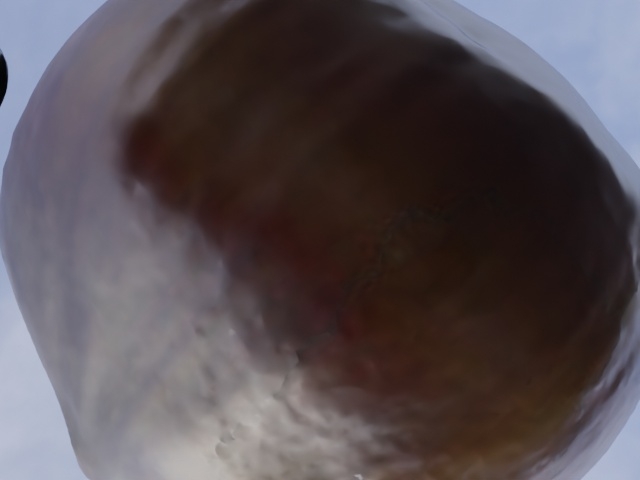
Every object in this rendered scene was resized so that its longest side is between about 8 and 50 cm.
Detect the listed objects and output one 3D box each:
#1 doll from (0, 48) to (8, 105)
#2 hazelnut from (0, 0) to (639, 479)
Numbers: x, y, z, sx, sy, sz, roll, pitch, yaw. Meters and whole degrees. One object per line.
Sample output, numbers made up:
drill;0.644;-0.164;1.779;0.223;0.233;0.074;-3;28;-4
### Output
doll;-0.213;-0.044;0.829;0.102;0.089;0.179;52;-127;-16
hazelnut;0.000;0.000;1.010;0.409;0.359;0.359;30;-127;25
